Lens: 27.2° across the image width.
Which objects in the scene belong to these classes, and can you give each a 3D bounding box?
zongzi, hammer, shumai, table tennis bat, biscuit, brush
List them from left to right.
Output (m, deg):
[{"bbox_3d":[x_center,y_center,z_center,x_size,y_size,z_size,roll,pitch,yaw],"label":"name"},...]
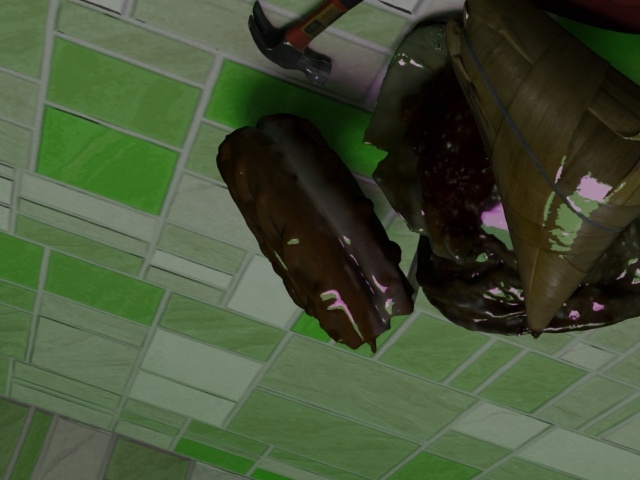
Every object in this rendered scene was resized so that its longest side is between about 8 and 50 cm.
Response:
[{"bbox_3d":[-0.010,-0.015,1.461,0.268,0.115,0.366,59,173,-4],"label":"biscuit"},{"bbox_3d":[0.027,-0.232,1.263,0.111,0.033,0.287,27,151,-22],"label":"hammer"},{"bbox_3d":[0.116,-0.004,1.489,0.030,0.179,0.033,15,161,21],"label":"brush"},{"bbox_3d":[0.172,-0.066,1.148,0.228,0.115,0.256,41,128,14],"label":"zongzi"},{"bbox_3d":[0.215,-0.084,1.291,0.329,0.292,0.289,-1,114,26],"label":"shumai"},{"bbox_3d":[0.198,-0.208,1.051,0.200,0.038,0.310,22,-177,-24],"label":"table tennis bat"}]
